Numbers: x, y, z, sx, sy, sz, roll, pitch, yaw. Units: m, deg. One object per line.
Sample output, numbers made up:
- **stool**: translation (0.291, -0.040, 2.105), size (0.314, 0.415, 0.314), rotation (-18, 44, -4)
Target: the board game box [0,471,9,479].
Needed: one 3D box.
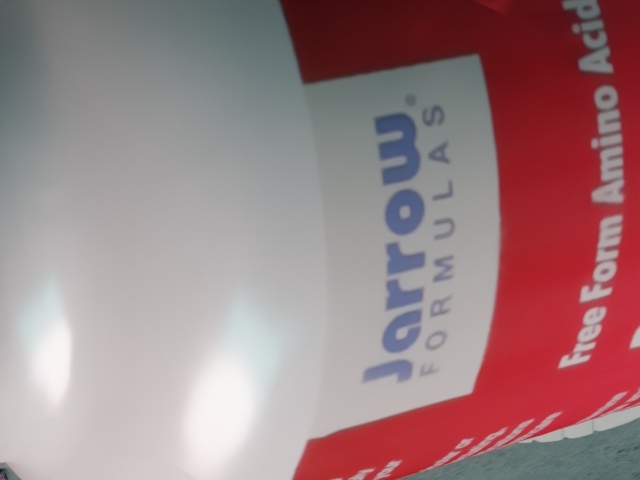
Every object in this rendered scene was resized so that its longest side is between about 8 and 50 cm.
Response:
- **board game box**: translation (-0.352, 0.252, 1.437), size (0.194, 0.060, 0.194), rotation (-5, 156, -30)

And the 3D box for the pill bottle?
- **pill bottle**: translation (0.009, -0.040, 0.584), size (0.407, 0.229, 0.229), rotation (-13, 159, -28)

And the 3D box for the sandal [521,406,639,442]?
- **sandal**: translation (0.067, 0.049, 1.255), size (0.416, 0.102, 0.169), rotation (3, 137, -20)
